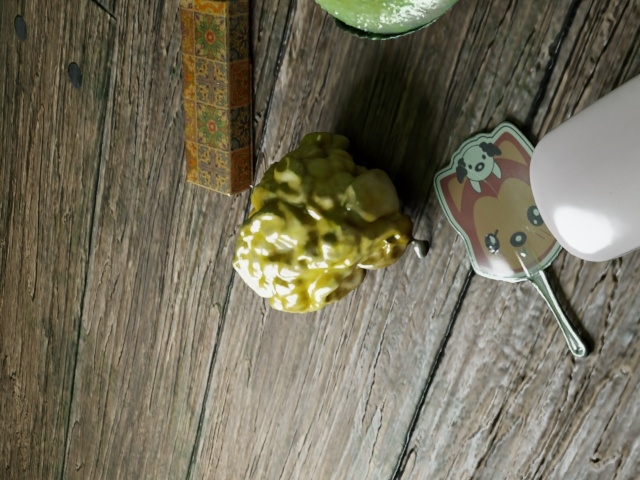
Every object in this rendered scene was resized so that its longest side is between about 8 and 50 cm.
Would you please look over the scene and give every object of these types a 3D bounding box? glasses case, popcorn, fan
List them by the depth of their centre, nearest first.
[{"bbox_3d":[0.268,-0.076,0.693,0.297,0.075,0.113,-32,79,48],"label":"glasses case"},{"bbox_3d":[0.179,0.006,0.876,0.132,0.009,0.219,-38,75,49],"label":"fan"},{"bbox_3d":[-0.009,-0.017,0.984,0.194,0.140,0.163,-29,87,48],"label":"popcorn"},{"bbox_3d":[-0.113,-0.165,1.109,0.075,0.049,0.218,18,118,36],"label":"glasses case"}]

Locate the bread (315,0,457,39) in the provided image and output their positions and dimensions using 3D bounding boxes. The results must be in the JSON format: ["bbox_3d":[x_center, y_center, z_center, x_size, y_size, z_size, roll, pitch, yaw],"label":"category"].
[{"bbox_3d":[0.041,-0.328,0.878,0.301,0.045,0.301,23,121,44],"label":"bread"}]
